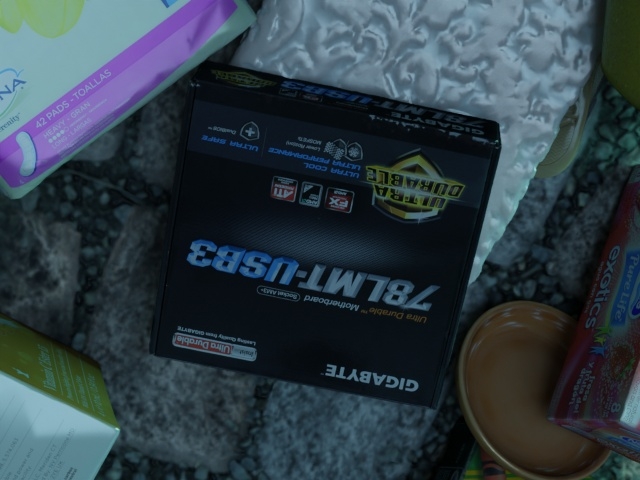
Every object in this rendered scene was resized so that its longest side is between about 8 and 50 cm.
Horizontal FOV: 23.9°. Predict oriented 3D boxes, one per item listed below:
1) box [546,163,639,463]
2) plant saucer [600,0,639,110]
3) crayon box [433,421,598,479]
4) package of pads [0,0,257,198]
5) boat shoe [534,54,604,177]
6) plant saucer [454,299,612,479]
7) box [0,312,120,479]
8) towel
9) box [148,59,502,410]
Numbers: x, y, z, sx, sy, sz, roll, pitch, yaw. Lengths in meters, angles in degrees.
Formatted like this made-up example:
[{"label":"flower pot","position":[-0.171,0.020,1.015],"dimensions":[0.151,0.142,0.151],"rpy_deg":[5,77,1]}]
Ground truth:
[{"label":"box","position":[0.371,0.076,1.545],"dimensions":[0.154,0.142,0.299],"rpy_deg":[27,75,-18]},{"label":"plant saucer","position":[0.350,-0.258,1.444],"dimensions":[0.081,0.333,0.332],"rpy_deg":[5,89,30]},{"label":"crayon box","position":[0.254,0.350,1.615],"dimensions":[0.319,0.081,0.202],"rpy_deg":[28,75,-13]},{"label":"package of pads","position":[-0.244,-0.213,1.401],"dimensions":[0.296,0.101,0.229],"rpy_deg":[-38,108,-3]},{"label":"boat shoe","position":[0.253,-0.205,1.526],"dimensions":[0.103,0.092,0.285],"rpy_deg":[15,102,3]},{"label":"plant saucer","position":[0.224,0.161,1.585],"dimensions":[0.200,0.037,0.199],"rpy_deg":[12,62,-23]},{"label":"box","position":[-0.381,0.135,1.390],"dimensions":[0.345,0.215,0.168],"rpy_deg":[29,94,-18]},{"label":"towel","position":[0.084,-0.161,1.465],"dimensions":[0.317,0.053,0.331],"rpy_deg":[27,105,-7]},{"label":"box","position":[0.000,0.000,1.458],"dimensions":[0.296,0.073,0.293],"rpy_deg":[12,113,0]}]
